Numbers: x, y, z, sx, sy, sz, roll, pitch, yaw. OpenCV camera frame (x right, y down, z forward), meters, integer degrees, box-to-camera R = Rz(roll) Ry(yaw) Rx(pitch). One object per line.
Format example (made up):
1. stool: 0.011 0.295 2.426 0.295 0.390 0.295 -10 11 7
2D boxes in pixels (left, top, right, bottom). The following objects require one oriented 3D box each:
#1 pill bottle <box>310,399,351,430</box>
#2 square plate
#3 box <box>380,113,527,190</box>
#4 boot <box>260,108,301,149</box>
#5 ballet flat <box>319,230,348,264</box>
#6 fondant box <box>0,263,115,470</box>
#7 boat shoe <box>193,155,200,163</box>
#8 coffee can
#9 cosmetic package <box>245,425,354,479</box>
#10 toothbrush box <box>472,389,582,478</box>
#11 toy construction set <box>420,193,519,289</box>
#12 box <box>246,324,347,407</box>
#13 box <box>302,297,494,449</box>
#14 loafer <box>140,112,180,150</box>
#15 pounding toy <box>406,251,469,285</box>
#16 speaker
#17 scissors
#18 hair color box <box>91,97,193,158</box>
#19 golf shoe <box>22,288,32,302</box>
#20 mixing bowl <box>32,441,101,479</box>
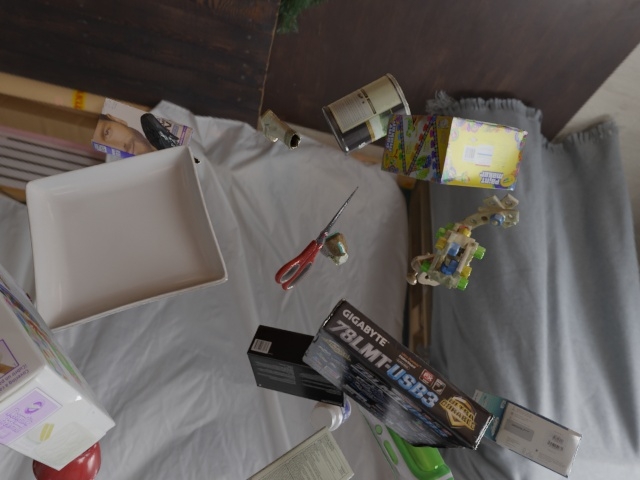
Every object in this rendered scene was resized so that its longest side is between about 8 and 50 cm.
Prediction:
1. pill bottle: 0.034 0.625 1.711 0.111 0.112 0.186 -7 171 19
2. square plate: -0.394 -0.015 0.956 0.343 0.348 0.049 -16 154 -12
3. box: 0.384 -0.264 1.396 0.289 0.177 0.279 1 -165 -28
4. boot: -0.156 -0.426 1.924 0.165 0.077 0.213 39 170 9
5. ballet flat: 0.068 0.042 2.025 0.116 0.124 0.342 -30 176 -7
6. fondant box: -0.436 0.127 0.638 0.330 0.096 0.238 40 152 23
7. boat shoe: -0.467 -0.293 1.679 0.035 0.035 0.100 18 178 29
8. coffee can: 0.171 -0.468 1.768 0.275 0.202 0.202 -27 138 5
9. cosmetic package: -0.068 0.660 1.293 0.309 0.160 0.113 -8 149 -51
10. toothbrush box: 0.580 0.557 1.399 0.216 0.126 0.295 25 168 7
11. toy construction set: 0.371 -0.002 1.216 0.151 0.327 0.215 37 144 23
12. box: -0.050 0.341 1.285 0.260 0.103 0.185 10 135 13
13. box: 0.112 0.254 0.851 0.295 0.073 0.293 36 155 8
14. loafer: -0.505 -0.323 1.556 0.076 0.078 0.223 -4 129 39
15. pounding toy: 0.437 0.076 1.862 0.269 0.155 0.154 -32 142 20
16. speaker: 0.200 0.482 1.155 0.131 0.297 0.131 -22 148 -15
17. scissors: 0.000 0.000 1.095 0.297 0.021 0.109 -49 154 5
18. hair color box: -0.693 -0.401 1.859 0.338 0.185 0.110 16 168 -17
19. golf shoe: -0.745 0.133 1.063 0.067 0.086 0.186 44 170 26
20. mixing bowl: -0.708 0.605 1.352 0.181 0.181 0.098 23 115 -21
